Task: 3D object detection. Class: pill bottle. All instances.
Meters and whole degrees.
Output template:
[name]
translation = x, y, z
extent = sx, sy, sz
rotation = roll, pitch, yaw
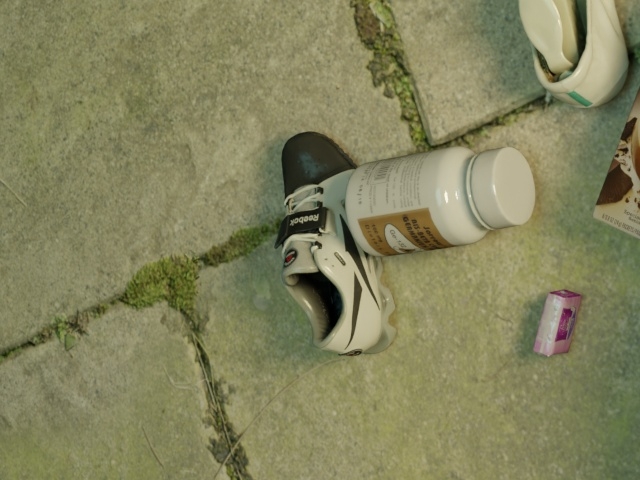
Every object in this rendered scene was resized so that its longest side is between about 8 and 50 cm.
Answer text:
[pill bottle]
translation = 0.157, -0.054, 2.071
extent = 0.229, 0.131, 0.131
rotation = -9, 87, 38

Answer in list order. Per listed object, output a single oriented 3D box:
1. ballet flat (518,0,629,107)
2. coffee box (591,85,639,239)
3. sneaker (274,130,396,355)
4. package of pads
[ballet flat]
translation = 0.281, -0.358, 1.960
extent = 0.139, 0.139, 0.400
rotation = -19, 81, 37
[coffee box]
translation = 0.457, -0.133, 1.843
extent = 0.168, 0.119, 0.297
rotation = 28, 109, 34
[sneaker]
translation = 0.000, 0.000, 2.190
extent = 0.122, 0.146, 0.330
rotation = -28, 74, 37
[package of pads]
translation = 0.302, 0.105, 2.019
extent = 0.032, 0.050, 0.083
rotation = 21, 106, 35
